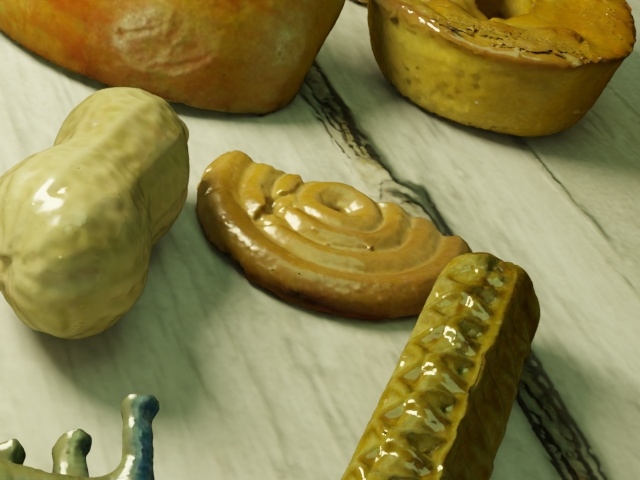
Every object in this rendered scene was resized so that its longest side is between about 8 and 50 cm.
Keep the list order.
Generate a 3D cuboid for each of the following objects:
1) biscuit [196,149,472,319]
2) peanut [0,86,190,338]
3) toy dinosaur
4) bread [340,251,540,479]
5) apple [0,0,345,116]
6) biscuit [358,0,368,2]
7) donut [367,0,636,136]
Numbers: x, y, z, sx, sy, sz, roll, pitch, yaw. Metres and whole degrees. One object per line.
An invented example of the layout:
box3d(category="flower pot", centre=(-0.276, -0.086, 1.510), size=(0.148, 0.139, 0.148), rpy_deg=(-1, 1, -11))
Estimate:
box3d(category="biscuit", centre=(0.000, -0.001, 1.084), size=(0.224, 0.033, 0.144), rpy_deg=(22, 35, 9))
box3d(category="peanut", centre=(-0.159, -0.030, 0.989), size=(0.123, 0.124, 0.257), rpy_deg=(16, 32, -2))
box3d(category="toy dinosaur", centre=(-0.150, 0.170, 0.759), size=(0.247, 0.075, 0.188), rpy_deg=(7, 43, -25))
box3d(category="bread", centre=(0.076, 0.118, 0.913), size=(0.084, 0.077, 0.367), rpy_deg=(21, 34, 8))
box3d(category="apple", centre=(-0.152, -0.243, 1.250), size=(0.346, 0.179, 0.254), rpy_deg=(19, 71, 2))
box3d(category="biscuit", centre=(0.038, -0.333, 1.558), size=(0.160, 0.030, 0.249), rpy_deg=(28, 36, 16))
box3d(category="donut", centre=(0.162, -0.201, 1.361), size=(0.277, 0.109, 0.278), rpy_deg=(11, 36, -8))
